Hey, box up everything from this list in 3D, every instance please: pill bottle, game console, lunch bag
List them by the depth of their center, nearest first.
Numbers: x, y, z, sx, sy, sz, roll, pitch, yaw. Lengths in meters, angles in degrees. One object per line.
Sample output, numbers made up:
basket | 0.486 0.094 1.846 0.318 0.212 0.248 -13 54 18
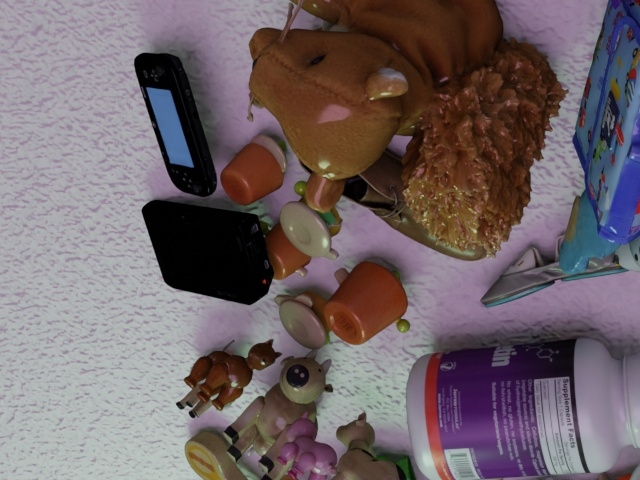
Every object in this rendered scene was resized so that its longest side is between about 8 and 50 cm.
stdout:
lunch bag | 0.367 -0.143 1.323 0.138 0.293 0.221 14 119 8
game console | -0.184 -0.083 1.602 0.213 0.044 0.361 8 122 43
pill bottle | 0.290 0.230 1.606 0.323 0.181 0.181 -8 114 18

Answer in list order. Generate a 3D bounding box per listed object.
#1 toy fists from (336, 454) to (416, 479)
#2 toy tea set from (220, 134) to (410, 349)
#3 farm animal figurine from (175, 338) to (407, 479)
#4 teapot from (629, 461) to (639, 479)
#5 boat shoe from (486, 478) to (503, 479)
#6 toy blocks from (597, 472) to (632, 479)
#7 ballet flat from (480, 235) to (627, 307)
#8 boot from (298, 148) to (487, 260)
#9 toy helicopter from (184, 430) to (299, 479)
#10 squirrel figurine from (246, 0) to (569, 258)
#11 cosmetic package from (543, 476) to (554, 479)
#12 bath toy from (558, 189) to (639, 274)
toy fists | 0.097 0.454 1.829 0.142 0.096 0.279 -13 112 7
toy tea set | 0.000 0.000 1.628 0.200 0.124 0.336 5 126 47
farm animal figurine | -0.030 0.256 1.676 0.330 0.172 0.327 45 159 0
teapot | 0.538 0.379 1.587 0.256 0.187 0.253 18 84 35
boat shoe | 0.252 0.328 1.741 0.170 0.063 0.059 -6 118 29
toy blocks | 0.453 0.385 1.715 0.148 0.054 0.123 -24 107 24
ballet flat | 0.309 0.033 1.574 0.213 0.072 0.068 -17 84 22
boot | 0.097 -0.053 1.551 0.305 0.115 0.112 33 119 -4
toy helicopter | -0.083 0.440 1.835 0.355 0.140 0.235 50 142 5
squirrel figurine | 0.101 -0.168 1.338 0.397 0.370 0.281 35 120 -5
cosmetic package | 0.307 0.511 1.737 0.224 0.138 0.225 -29 109 8
bath toy | 0.481 0.023 1.462 0.348 0.151 0.129 12 113 -6
